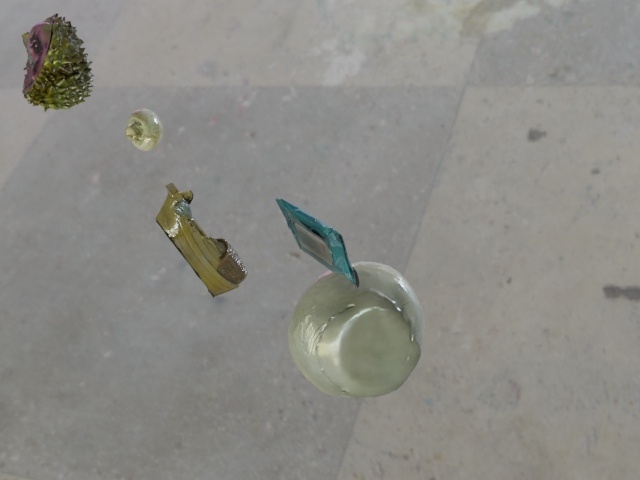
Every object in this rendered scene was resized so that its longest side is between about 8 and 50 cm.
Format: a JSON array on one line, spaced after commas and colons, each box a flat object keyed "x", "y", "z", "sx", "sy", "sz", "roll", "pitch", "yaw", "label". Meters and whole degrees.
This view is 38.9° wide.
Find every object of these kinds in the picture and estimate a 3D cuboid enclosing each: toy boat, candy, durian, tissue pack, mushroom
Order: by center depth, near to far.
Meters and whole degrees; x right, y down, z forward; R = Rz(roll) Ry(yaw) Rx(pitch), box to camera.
[{"x": -0.122, "y": 0.000, "z": 0.920, "sx": 0.049, "sy": 0.149, "sz": 0.047, "roll": -36, "pitch": 43, "yaw": -7, "label": "toy boat"}, {"x": 0.000, "y": 0.000, "z": 1.104, "sx": 0.028, "sy": 0.085, "sz": 0.138, "roll": -38, "pitch": 41, "yaw": -20, "label": "tissue pack"}, {"x": -0.411, "y": -0.296, "z": 1.454, "sx": 0.119, "sy": 0.108, "sz": 0.186, "roll": 12, "pitch": 41, "yaw": -28, "label": "durian"}, {"x": -0.343, "y": -0.214, "z": 1.757, "sx": 0.083, "sy": 0.083, "sz": 0.067, "roll": 22, "pitch": 27, "yaw": 34, "label": "mushroom"}, {"x": 0.069, "y": 0.174, "z": 1.781, "sx": 0.295, "sy": 0.295, "sz": 0.185, "roll": -20, "pitch": 21, "yaw": 5, "label": "candy"}]
